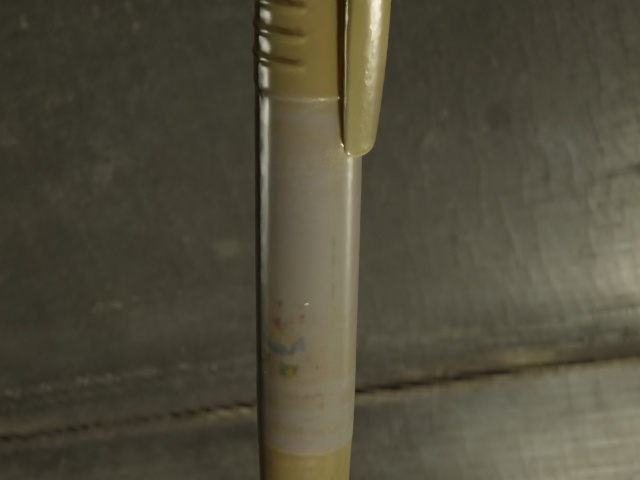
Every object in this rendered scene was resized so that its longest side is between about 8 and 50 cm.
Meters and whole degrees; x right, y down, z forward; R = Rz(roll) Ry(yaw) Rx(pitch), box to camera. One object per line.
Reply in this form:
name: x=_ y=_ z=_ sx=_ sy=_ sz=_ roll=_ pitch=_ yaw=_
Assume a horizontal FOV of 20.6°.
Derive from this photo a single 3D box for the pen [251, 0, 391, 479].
pen: x=0.000 y=0.000 z=0.503 sx=0.040 sy=0.032 sz=0.233 roll=19 pitch=120 yaw=38
